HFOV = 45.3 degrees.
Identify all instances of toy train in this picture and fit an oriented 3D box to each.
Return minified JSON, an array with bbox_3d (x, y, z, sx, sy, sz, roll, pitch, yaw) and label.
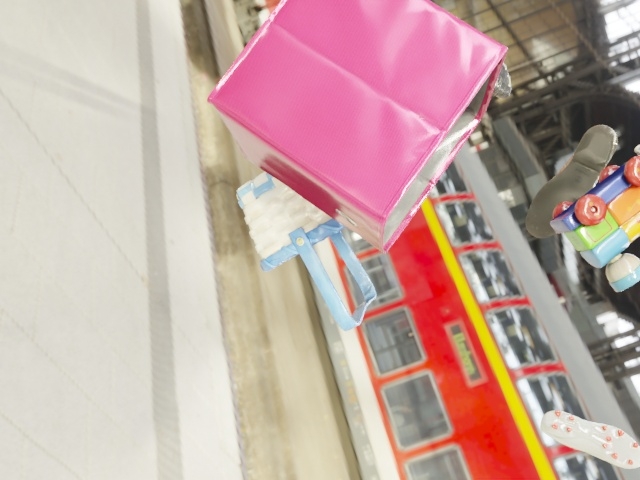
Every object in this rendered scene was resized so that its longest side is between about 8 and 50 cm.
[{"bbox_3d":[0.458,-0.052,1.063,0.143,0.248,0.105,53,-4,1],"label":"toy train"}]

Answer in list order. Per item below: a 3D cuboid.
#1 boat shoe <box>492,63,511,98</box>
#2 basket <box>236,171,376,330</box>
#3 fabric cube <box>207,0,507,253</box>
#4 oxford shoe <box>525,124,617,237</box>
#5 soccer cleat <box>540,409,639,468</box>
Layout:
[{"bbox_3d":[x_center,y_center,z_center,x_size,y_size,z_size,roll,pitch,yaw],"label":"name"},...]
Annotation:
[{"bbox_3d":[0.265,-0.254,1.170,0.125,0.038,0.046,-87,-159,-57],"label":"boat shoe"},{"bbox_3d":[0.000,0.000,1.289,0.289,0.201,0.255,63,12,-4],"label":"basket"},{"bbox_3d":[0.050,-0.169,0.996,0.258,0.259,0.254,35,-5,9],"label":"fabric cube"},{"bbox_3d":[0.423,-0.093,1.281,0.076,0.212,0.076,39,15,14],"label":"oxford shoe"},{"bbox_3d":[0.521,0.382,1.477,0.076,0.196,0.068,89,26,-64],"label":"soccer cleat"}]
